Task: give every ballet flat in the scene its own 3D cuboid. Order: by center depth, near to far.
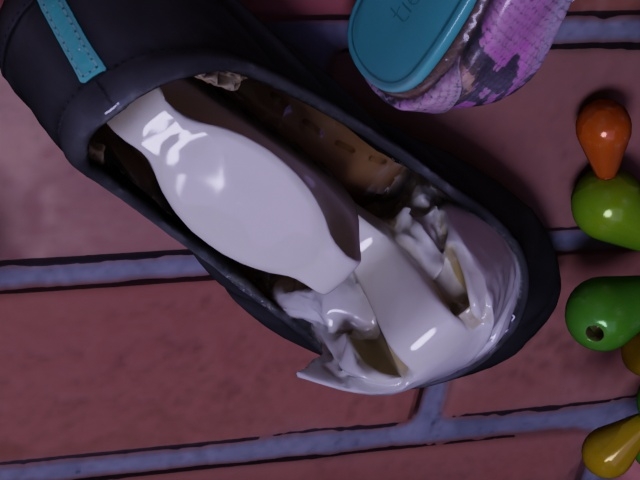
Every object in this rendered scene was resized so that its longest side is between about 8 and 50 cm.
[{"bbox_3d":[0.082,-0.132,0.608,0.079,0.077,0.221,-8,138,-41],"label":"ballet flat"},{"bbox_3d":[0.000,0.000,0.658,0.095,0.096,0.280,-45,131,15],"label":"ballet flat"}]

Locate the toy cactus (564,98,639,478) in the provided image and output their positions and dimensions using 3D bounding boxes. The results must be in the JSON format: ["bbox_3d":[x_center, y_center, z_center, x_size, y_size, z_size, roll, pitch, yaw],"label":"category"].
[{"bbox_3d":[0.181,0.006,0.749,0.180,0.112,0.219,-18,124,-21],"label":"toy cactus"}]
